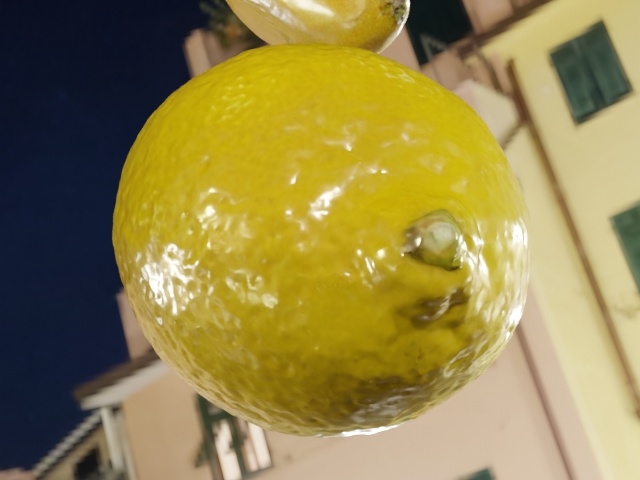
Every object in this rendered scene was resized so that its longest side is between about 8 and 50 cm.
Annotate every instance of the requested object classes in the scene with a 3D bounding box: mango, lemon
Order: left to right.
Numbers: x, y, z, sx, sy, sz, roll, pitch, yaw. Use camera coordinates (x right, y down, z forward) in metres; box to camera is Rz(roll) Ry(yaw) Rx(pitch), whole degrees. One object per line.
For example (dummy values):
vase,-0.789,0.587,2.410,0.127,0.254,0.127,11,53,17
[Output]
mango,-0.015,-0.170,0.991,0.075,0.190,0.098,2,-52,-47
lemon,0.000,0.000,0.736,0.187,0.187,0.244,0,10,-29
